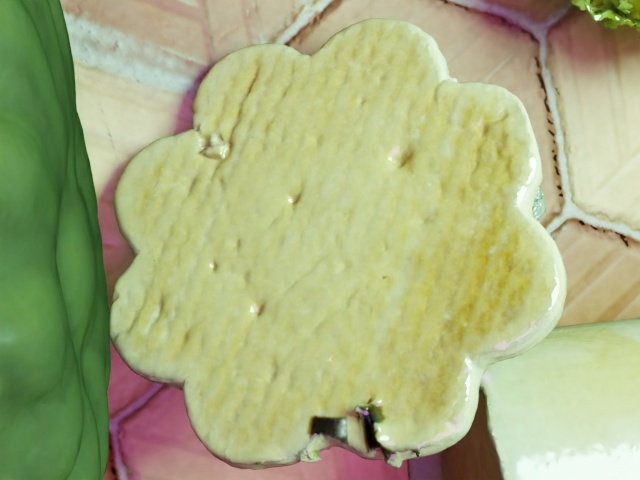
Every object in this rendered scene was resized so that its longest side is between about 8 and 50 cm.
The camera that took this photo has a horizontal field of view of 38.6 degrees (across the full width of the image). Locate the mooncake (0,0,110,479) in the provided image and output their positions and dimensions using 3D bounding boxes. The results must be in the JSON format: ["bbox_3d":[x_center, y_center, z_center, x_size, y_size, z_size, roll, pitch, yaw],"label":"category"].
[{"bbox_3d":[-0.213,-0.005,0.468,0.194,0.356,0.356,-10,99,-13],"label":"mooncake"}]

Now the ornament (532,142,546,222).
[{"bbox_3d":[0.140,-0.053,0.693,0.092,0.041,0.068,42,82,-3],"label":"ornament"}]

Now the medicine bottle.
[{"bbox_3d":[0.284,0.166,0.646,0.407,0.236,0.235,-4,98,-10],"label":"medicine bottle"}]

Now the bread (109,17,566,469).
[{"bbox_3d":[0.000,0.000,0.590,0.316,0.054,0.315,-7,69,19],"label":"bread"}]

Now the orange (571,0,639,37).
[{"bbox_3d":[0.280,-0.266,0.604,0.300,0.223,0.301,-24,104,3],"label":"orange"}]
